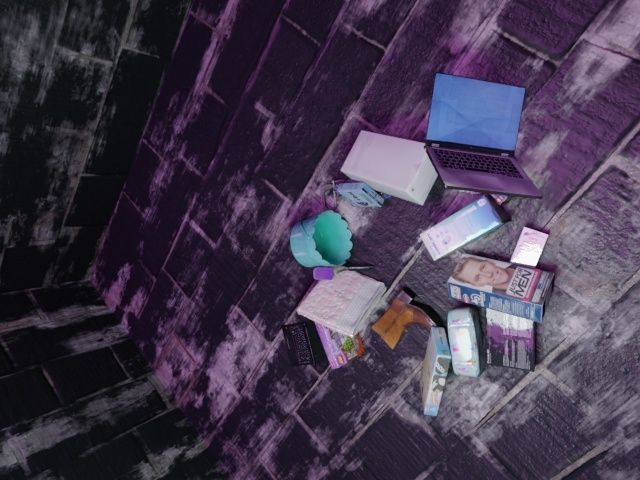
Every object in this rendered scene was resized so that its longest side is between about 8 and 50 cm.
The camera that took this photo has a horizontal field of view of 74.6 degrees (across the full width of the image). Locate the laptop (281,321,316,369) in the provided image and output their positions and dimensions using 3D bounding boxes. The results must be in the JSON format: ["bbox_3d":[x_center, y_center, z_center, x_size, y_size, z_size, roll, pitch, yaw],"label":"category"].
[{"bbox_3d":[-0.117,0.567,2.240,0.264,0.136,0.235,-16,86,33],"label":"laptop"}]

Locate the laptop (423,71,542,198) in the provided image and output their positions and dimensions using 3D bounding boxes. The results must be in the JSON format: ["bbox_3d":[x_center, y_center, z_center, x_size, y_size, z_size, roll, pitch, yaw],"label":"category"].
[{"bbox_3d":[0.600,-0.379,1.512,0.408,0.380,0.237,-97,16,-46],"label":"laptop"}]

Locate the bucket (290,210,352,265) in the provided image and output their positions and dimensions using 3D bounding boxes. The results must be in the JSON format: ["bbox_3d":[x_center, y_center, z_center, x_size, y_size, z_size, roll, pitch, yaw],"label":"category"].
[{"bbox_3d":[0.000,0.000,2.030,0.182,0.281,0.282,-11,89,42],"label":"bucket"}]

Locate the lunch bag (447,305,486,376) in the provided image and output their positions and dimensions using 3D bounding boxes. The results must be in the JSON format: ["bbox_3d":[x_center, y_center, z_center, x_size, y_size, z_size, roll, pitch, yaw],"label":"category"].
[{"bbox_3d":[0.598,0.409,1.716,0.107,0.224,0.280,-8,85,28],"label":"lunch bag"}]

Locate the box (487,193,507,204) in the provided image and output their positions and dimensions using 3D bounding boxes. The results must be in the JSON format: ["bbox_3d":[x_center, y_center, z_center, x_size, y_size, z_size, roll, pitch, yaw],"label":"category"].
[{"bbox_3d":[0.646,-0.236,1.650,0.233,0.159,0.044,49,119,19],"label":"box"}]

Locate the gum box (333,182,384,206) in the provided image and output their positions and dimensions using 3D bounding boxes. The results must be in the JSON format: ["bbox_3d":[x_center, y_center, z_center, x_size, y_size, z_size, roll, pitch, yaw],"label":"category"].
[{"bbox_3d":[0.175,-0.209,1.935,0.184,0.156,0.041,5,68,49],"label":"gum box"}]

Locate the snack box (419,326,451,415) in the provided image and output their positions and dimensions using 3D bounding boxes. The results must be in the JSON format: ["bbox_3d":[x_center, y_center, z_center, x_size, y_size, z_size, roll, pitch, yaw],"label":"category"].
[{"bbox_3d":[0.481,0.552,1.778,0.059,0.187,0.323,6,116,4],"label":"snack box"}]

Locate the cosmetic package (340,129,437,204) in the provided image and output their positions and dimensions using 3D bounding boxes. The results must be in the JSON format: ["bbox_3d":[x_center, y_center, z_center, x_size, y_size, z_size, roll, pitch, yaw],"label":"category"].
[{"bbox_3d":[0.298,-0.316,1.786,0.384,0.156,0.218,29,90,42],"label":"cosmetic package"}]

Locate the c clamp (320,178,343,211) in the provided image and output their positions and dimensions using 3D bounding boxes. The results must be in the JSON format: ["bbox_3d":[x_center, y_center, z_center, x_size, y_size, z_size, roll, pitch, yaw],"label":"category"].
[{"bbox_3d":[0.055,-0.224,2.114,0.137,0.022,0.161,2,96,32],"label":"c clamp"}]

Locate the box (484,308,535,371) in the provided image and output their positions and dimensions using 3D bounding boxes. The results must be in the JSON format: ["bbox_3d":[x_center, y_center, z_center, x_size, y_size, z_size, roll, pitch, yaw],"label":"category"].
[{"bbox_3d":[0.756,0.367,1.675,0.184,0.103,0.262,1,96,28],"label":"box"}]

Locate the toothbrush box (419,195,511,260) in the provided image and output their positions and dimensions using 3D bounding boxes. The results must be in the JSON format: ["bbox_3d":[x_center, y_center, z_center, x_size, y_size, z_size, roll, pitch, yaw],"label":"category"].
[{"bbox_3d":[0.578,-0.051,1.680,0.295,0.216,0.126,-34,77,30],"label":"toothbrush box"}]

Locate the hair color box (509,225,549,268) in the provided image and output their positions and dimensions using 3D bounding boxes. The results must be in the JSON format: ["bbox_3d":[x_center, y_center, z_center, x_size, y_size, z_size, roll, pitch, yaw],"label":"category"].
[{"bbox_3d":[0.810,0.037,1.636,0.093,0.053,0.168,24,109,28],"label":"hair color box"}]

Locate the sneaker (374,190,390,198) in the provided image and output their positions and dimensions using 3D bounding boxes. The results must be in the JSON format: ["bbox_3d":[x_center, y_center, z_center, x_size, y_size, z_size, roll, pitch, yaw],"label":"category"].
[{"bbox_3d":[0.325,-0.259,1.898,0.221,0.087,0.083,-33,76,31],"label":"sneaker"}]

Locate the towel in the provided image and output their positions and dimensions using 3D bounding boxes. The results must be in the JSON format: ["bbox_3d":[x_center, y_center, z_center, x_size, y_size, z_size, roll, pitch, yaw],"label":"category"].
[{"bbox_3d":[0.100,0.269,1.979,0.316,0.332,0.054,20,142,29],"label":"towel"}]

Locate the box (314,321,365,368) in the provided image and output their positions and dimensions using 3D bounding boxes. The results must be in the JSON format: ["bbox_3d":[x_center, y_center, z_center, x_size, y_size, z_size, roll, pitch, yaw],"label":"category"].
[{"bbox_3d":[0.088,0.447,2.053,0.057,0.200,0.294,-30,79,48],"label":"box"}]

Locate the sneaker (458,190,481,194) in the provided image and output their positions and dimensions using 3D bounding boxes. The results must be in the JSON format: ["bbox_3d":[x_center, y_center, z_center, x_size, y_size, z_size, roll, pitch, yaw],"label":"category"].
[{"bbox_3d":[0.624,-0.227,1.737,0.098,0.038,0.069,15,104,30],"label":"sneaker"}]

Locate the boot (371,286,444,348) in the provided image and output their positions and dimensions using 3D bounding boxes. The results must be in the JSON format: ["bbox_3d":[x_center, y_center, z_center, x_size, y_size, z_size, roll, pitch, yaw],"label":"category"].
[{"bbox_3d":[0.391,0.399,1.921,0.264,0.096,0.281,40,117,20],"label":"boot"}]

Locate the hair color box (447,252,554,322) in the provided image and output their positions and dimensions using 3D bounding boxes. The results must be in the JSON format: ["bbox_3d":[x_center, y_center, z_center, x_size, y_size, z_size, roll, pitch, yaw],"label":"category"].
[{"bbox_3d":[0.692,0.175,1.628,0.346,0.174,0.105,13,139,36],"label":"hair color box"}]

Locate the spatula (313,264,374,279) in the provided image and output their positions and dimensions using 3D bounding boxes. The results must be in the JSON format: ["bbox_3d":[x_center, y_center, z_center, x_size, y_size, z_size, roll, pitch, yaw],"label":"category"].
[{"bbox_3d":[0.114,0.145,2.018,0.030,0.295,0.084,-104,7,-49],"label":"spatula"}]
